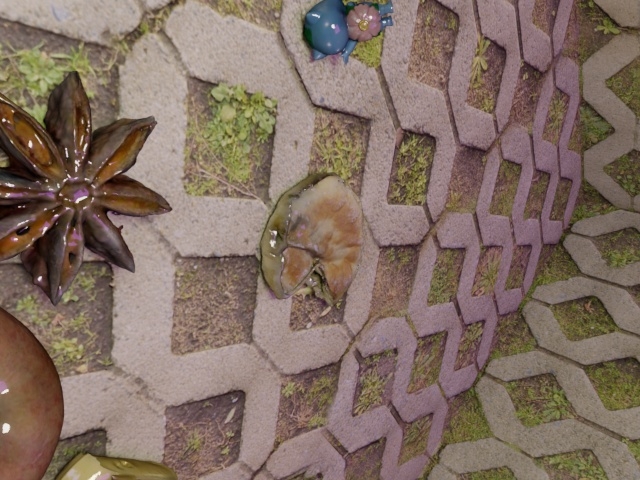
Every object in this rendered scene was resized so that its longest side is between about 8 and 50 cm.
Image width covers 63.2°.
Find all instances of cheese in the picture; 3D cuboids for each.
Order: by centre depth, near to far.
[{"bbox_3d":[-0.412,0.547,0.943,0.260,0.128,0.315,34,74,-42],"label":"cheese"}]

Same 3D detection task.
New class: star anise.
[{"bbox_3d":[-0.365,-0.071,0.731,0.332,0.118,0.331,-11,106,-41],"label":"star anise"}]

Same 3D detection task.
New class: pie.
[{"bbox_3d":[0.000,0.000,1.206,0.338,0.075,0.337,-16,112,-45],"label":"pie"}]

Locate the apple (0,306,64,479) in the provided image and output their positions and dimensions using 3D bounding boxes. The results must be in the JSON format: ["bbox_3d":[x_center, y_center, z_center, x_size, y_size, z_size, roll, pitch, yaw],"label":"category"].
[{"bbox_3d":[-0.460,0.210,0.592,0.345,0.270,0.344,-17,110,-57],"label":"apple"}]

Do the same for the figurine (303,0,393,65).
[{"bbox_3d":[0.053,-0.440,1.035,0.114,0.178,0.144,69,13,-60],"label":"figurine"}]
